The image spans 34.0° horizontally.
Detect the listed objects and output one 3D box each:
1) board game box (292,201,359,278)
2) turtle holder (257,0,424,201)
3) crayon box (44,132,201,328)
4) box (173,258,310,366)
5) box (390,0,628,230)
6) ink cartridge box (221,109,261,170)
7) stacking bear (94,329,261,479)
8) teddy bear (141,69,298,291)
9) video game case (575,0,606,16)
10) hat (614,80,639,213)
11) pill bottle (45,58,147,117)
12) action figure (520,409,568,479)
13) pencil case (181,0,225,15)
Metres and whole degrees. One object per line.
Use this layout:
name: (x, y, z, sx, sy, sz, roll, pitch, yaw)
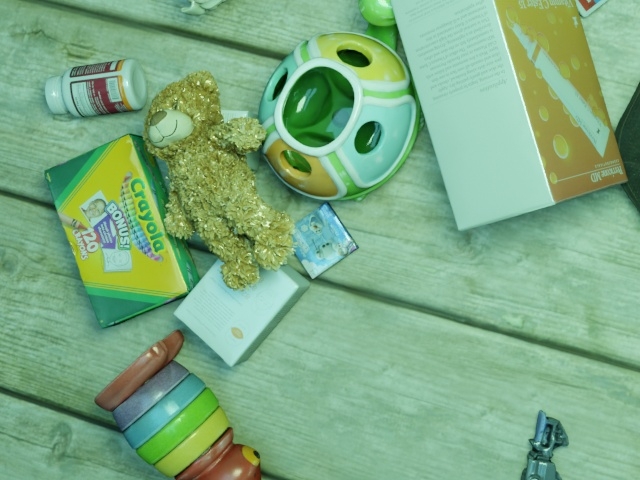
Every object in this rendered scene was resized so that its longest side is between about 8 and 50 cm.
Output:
board game box: (0.000, 0.000, 1.680, 0.090, 0.020, 0.090, -36, 83, 12)
turtle holder: (0.046, -0.208, 1.563, 0.320, 0.227, 0.243, -36, 82, 11)
crayon box: (-0.322, -0.015, 1.720, 0.165, 0.081, 0.278, -22, 85, 12)
box: (-0.124, 0.093, 1.671, 0.130, 0.091, 0.170, 42, 98, 9)
box: (0.269, -0.211, 1.488, 0.168, 0.215, 0.345, -17, 89, 44)
ink cartridge box: (-0.158, -0.161, 1.677, 0.143, 0.092, 0.089, 5, 92, 13)
stacking bear: (-0.205, 0.309, 1.664, 0.164, 0.175, 0.289, -42, 89, 8)
teddy bear: (-0.161, -0.084, 1.552, 0.245, 0.113, 0.337, -12, 97, 50)
video game case: (0.445, -0.498, 1.539, 0.285, 0.025, 0.204, -38, 106, 10)
hat: (0.591, -0.149, 1.492, 0.331, 0.134, 0.331, 6, 104, 27)
pill bottle: (-0.370, -0.249, 1.728, 0.152, 0.086, 0.086, -5, 89, 13)
action figure: (0.365, 0.430, 1.525, 0.330, 0.178, 0.341, 2, 90, 6)
pencil case: (-0.046, -0.492, 1.618, 0.411, 0.160, 0.183, -21, 71, 12)
